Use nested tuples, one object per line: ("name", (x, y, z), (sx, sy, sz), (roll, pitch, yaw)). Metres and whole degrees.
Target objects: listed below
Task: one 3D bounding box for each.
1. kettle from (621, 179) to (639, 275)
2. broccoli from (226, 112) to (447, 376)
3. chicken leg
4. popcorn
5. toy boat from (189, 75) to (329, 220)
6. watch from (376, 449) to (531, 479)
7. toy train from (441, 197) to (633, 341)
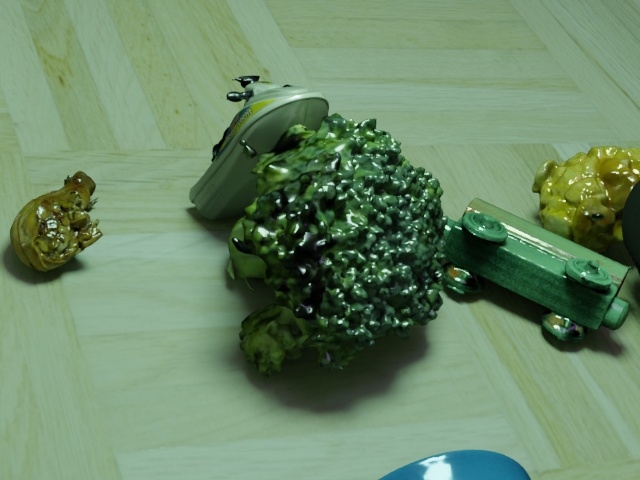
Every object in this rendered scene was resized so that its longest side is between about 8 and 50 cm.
("kettle", (0.549, 0.016, 2.019), (0.255, 0.240, 0.165), (12, -11, -37))
("broccoli", (0.004, -0.008, 1.820), (0.280, 0.293, 0.348), (-9, 9, 34))
("chicken leg", (-0.328, -0.036, 1.866), (0.101, 0.085, 0.207), (-22, 21, 22))
("popcorn", (0.399, -0.055, 2.111), (0.194, 0.140, 0.163), (-38, 40, -26))
("toy boat", (-0.081, -0.134, 1.922), (0.140, 0.269, 0.141), (13, 47, -14))
("watch", (0.085, 0.334, 1.374), (0.305, 0.274, 0.241), (-1, 40, -29))
("toy train", (0.296, 0.034, 1.993), (0.285, 0.116, 0.177), (25, 25, 13))
